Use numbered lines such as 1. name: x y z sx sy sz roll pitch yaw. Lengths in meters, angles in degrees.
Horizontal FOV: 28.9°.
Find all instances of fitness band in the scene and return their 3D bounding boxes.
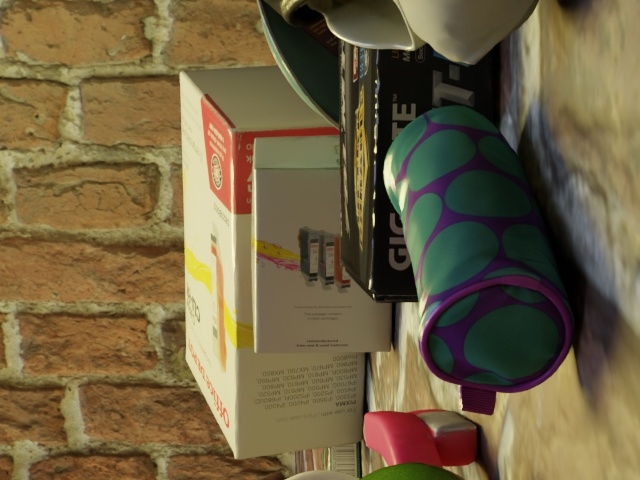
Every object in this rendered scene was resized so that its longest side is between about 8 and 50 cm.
1. fitness band: 0.061 0.211 0.773 0.291 0.054 0.209 119 150 -85

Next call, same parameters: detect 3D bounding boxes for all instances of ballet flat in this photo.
1. ballet flat: 0.044 -0.132 0.544 0.096 0.095 0.280 59 163 -22

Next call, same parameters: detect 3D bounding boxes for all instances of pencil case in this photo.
1. pencil case: 0.067 0.002 0.558 0.152 0.064 0.070 -95 22 -57

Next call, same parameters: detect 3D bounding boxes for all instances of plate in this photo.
1. plate: -0.001 -0.160 1.050 0.188 0.024 0.188 41 -148 -33

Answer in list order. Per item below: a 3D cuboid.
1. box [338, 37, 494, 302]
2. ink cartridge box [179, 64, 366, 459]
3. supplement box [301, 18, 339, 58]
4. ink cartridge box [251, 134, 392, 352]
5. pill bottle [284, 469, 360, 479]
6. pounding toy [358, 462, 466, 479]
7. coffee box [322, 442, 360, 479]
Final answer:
1. box: 0.051 -0.119 0.787 0.293 0.073 0.296 -144 54 -84
2. ink cartridge box: -0.058 0.017 1.431 0.279 0.160 0.385 -132 39 -63
3. supplement box: -0.020 -0.245 0.983 0.188 0.080 0.104 34 -142 -37
4. ink cartridge box: 0.000 0.000 1.146 0.128 0.127 0.176 -100 11 -73
5. pill bottle: 0.000 0.332 1.173 0.246 0.130 0.130 93 175 -49
6. pounding toy: 0.014 0.226 0.577 0.183 0.110 0.237 -32 61 56
7. coffee box: 0.025 0.329 1.468 0.113 0.040 0.184 99 170 -70
